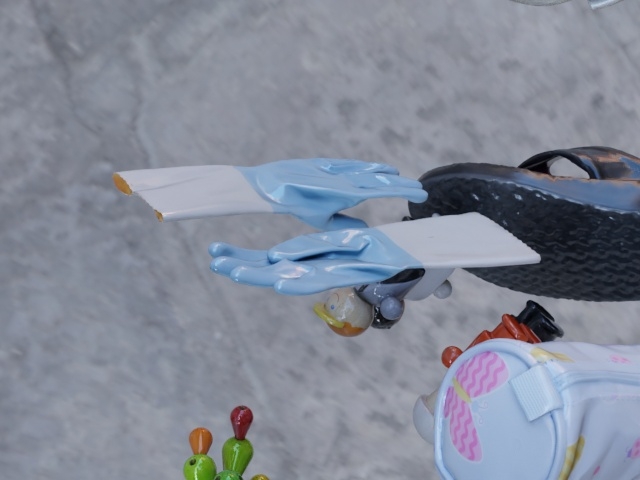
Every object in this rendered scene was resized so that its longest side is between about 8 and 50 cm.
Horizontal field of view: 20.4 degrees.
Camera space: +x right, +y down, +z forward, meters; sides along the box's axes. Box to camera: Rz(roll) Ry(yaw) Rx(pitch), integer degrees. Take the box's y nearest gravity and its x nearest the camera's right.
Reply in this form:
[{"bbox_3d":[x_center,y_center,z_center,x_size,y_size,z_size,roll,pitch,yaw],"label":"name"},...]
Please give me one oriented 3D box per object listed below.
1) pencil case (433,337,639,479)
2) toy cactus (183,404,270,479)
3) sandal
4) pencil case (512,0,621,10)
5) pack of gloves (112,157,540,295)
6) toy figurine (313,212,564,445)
[{"bbox_3d":[0.202,0.116,1.133,0.124,0.273,0.113,-29,66,49],"label":"pencil case"},{"bbox_3d":[-0.081,0.265,1.541,0.112,0.180,0.219,7,35,-11],"label":"toy cactus"},{"bbox_3d":[0.312,-0.021,1.795,0.446,0.167,0.107,5,45,19],"label":"sandal"},{"bbox_3d":[0.118,-0.349,1.420,0.160,0.183,0.410,-39,49,8],"label":"pencil case"},{"bbox_3d":[0.000,0.000,1.221,0.195,0.232,0.046,41,129,50],"label":"pack of gloves"},{"bbox_3d":[0.114,0.087,1.732,0.209,0.213,0.148,43,104,8],"label":"toy figurine"}]
